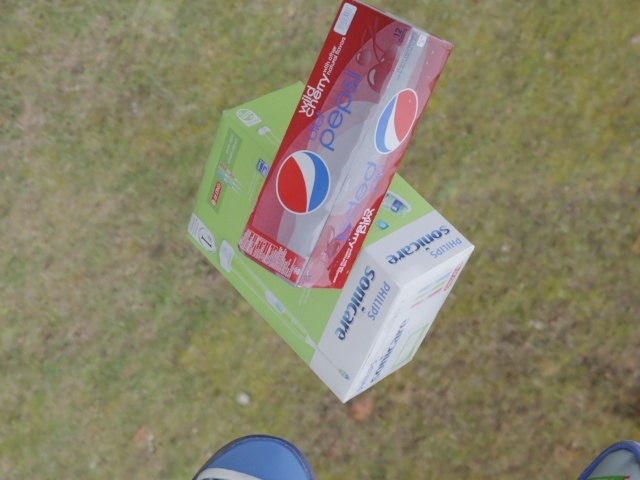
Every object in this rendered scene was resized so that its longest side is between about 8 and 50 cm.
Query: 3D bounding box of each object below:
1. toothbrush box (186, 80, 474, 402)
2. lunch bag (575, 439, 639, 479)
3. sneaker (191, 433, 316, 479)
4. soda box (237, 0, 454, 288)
[{"bbox_3d":[0.000,0.000,1.311,0.122,0.283,0.206,-26,152,-37],"label":"toothbrush box"},{"bbox_3d":[0.189,0.277,0.668,0.115,0.303,0.243,20,116,-21],"label":"lunch bag"},{"bbox_3d":[-0.064,0.209,0.806,0.323,0.130,0.236,-68,170,-45],"label":"sneaker"},{"bbox_3d":[0.022,-0.087,1.127,0.092,0.083,0.263,6,112,-60],"label":"soda box"}]
